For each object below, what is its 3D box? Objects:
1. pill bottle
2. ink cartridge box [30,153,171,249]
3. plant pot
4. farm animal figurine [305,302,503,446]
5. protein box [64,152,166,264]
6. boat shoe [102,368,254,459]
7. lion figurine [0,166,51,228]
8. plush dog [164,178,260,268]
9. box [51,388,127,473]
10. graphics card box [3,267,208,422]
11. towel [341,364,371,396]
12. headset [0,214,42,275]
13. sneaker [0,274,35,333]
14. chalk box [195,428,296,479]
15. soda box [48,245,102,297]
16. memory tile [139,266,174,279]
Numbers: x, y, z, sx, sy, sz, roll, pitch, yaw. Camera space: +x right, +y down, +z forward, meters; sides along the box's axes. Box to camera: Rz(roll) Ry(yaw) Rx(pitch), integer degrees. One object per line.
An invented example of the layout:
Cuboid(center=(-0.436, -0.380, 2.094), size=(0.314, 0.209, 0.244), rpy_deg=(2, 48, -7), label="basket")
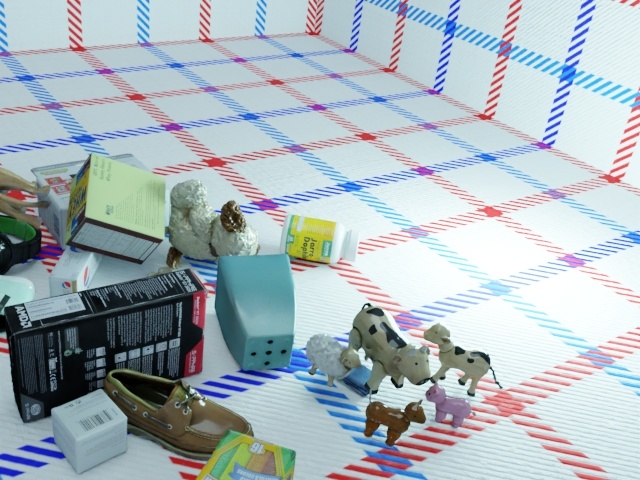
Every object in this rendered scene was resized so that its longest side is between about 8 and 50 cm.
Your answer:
Cuboid(center=(0.000, 0.000, 1.994), size=(0.209, 0.117, 0.117), rpy_deg=(10, 30, 3), label="pill bottle")
Cuboid(center=(-0.619, -0.120, 2.044), size=(0.310, 0.130, 0.272), rpy_deg=(-14, 36, -33), label="ink cartridge box")
Cuboid(center=(-0.138, 0.170, 1.638), size=(0.166, 0.165, 0.234), rpy_deg=(-2, 39, -16), label="plant pot")
Cuboid(center=(0.181, 0.245, 1.511), size=(0.327, 0.172, 0.330), rpy_deg=(39, 40, 28), label="farm animal figurine")
Cuboid(center=(-0.508, -0.076, 1.814), size=(0.201, 0.136, 0.199), rpy_deg=(18, 49, -33), label="protein box")
Cuboid(center=(-0.274, 0.327, 1.380), size=(0.307, 0.104, 0.110), rpy_deg=(12, 29, 6), label="boat shoe")
Cuboid(center=(-0.823, -0.138, 1.812), size=(0.240, 0.142, 0.392), rpy_deg=(27, -13, -33), label="lion figurine")
Cuboid(center=(-0.272, -0.013, 1.893), size=(0.226, 0.262, 0.210), rpy_deg=(7, 62, 17), label="plush dog")
Cuboid(center=(-0.421, 0.347, 1.330), size=(0.101, 0.087, 0.102), rpy_deg=(-20, 39, -39), label="box")
Cuboid(center=(-0.414, 0.202, 1.436), size=(0.371, 0.232, 0.094), rpy_deg=(-13, 40, -30), label="graphics card box")
Cuboid(center=(0.073, 0.293, 1.595), size=(0.119, 0.029, 0.067), rpy_deg=(28, 36, 32), label="towel")
Cuboid(center=(-0.859, -0.016, 1.756), size=(0.243, 0.185, 0.394), rpy_deg=(19, 21, 20), label="headset")
Cuboid(center=(-0.779, 0.139, 1.602), size=(0.256, 0.094, 0.151), rpy_deg=(3, 33, -5), label="sneaker")
Cuboid(center=(-0.140, 0.441, 1.188), size=(0.132, 0.132, 0.213), rpy_deg=(14, 31, 12), label="chalk box")
Cuboid(center=(-0.598, 0.065, 1.787), size=(0.069, 0.073, 0.216), rpy_deg=(6, 30, -2), label="soda box")
Cuboid(center=(-0.399, 0.115, 1.810), size=(0.113, 0.012, 0.148), rpy_deg=(24, 34, 26), label="memory tile")
